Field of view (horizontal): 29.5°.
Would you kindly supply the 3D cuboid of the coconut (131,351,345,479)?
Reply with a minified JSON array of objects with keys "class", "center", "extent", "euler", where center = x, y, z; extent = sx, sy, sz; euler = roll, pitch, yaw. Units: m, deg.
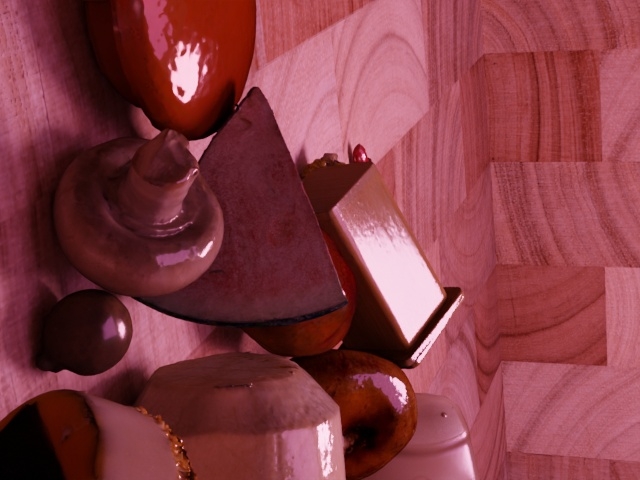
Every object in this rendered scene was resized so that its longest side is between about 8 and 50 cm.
[{"class":"coconut","center":[-0.111,0.305,1.562],"extent":[0.323,0.323,0.323],"euler":[1,90,-70]}]

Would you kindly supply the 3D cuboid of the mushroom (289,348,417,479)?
[{"class":"mushroom","center":[0.002,0.275,1.987],"extent":[0.267,0.254,0.267],"euler":[-31,137,-33]}]

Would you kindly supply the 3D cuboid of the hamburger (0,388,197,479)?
[{"class":"hamburger","center":[-0.248,0.289,1.181],"extent":[0.294,0.276,0.179],"euler":[-48,127,-2]}]

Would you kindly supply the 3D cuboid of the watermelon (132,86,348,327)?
[{"class":"watermelon","center":[-0.071,-0.017,1.581],"extent":[0.292,0.250,0.283],"euler":[-53,-170,20]}]

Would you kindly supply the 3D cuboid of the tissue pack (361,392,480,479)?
[{"class":"tissue pack","center":[0.154,0.494,2.233],"extent":[0.277,0.267,0.387],"euler":[110,-25,-56]}]

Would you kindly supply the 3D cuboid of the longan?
[{"class":"longan","center":[-0.272,0.111,1.386],"extent":[0.119,0.106,0.106],"euler":[-40,143,-11]}]

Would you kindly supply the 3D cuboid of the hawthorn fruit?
[{"class":"hawthorn fruit","center":[-0.029,0.082,1.876],"extent":[0.248,0.208,0.208],"euler":[33,59,-56]}]

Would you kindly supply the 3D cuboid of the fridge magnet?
[{"class":"fridge magnet","center":[-0.177,-0.305,1.524],"extent":[0.363,0.155,0.363],"euler":[1,90,-71]}]

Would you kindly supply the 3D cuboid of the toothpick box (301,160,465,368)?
[{"class":"toothpick box","center":[0.070,0.038,2.022],"extent":[0.190,0.187,0.308],"euler":[-48,119,-33]}]

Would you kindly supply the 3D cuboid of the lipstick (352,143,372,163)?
[{"class":"lipstick","center":[0.094,-0.114,2.449],"extent":[0.063,0.057,0.186],"euler":[-63,143,-50]}]

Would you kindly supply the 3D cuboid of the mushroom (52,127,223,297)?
[{"class":"mushroom","center":[-0.199,-0.043,1.389],"extent":[0.204,0.204,0.204],"euler":[1,90,-70]}]

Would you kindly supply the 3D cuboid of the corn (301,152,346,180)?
[{"class":"corn","center":[0.000,0.000,2.134],"extent":[0.097,0.097,0.320],"euler":[25,68,-69]}]
